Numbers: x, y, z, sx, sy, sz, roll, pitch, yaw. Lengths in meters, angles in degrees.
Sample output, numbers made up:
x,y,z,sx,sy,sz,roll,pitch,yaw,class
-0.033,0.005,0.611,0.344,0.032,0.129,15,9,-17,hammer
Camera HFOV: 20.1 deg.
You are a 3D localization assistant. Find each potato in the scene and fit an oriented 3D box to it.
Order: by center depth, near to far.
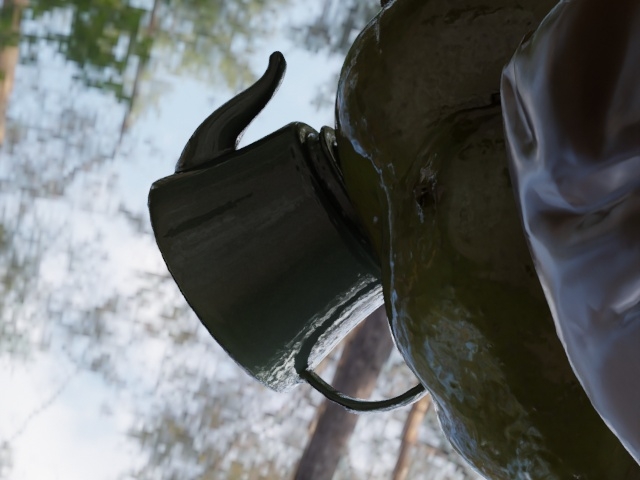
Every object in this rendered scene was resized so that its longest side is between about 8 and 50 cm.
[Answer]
x,y,z,sx,sy,sz,roll,pitch,yaw,class
0.131,-0.010,1.032,0.218,0.202,0.351,-11,-109,-4,potato

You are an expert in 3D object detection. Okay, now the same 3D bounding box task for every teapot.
x,y,z,sx,sy,sz,roll,pitch,yaw,class
0.000,0.000,1.154,0.239,0.149,0.162,59,-168,13,teapot

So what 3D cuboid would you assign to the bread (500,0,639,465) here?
x,y,z,sx,sy,sz,roll,pitch,yaw,class
0.212,-0.024,0.607,0.225,0.279,0.250,-23,-101,-39,bread
